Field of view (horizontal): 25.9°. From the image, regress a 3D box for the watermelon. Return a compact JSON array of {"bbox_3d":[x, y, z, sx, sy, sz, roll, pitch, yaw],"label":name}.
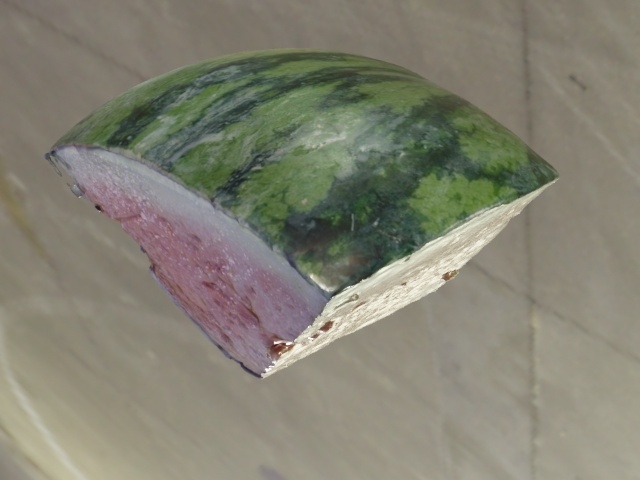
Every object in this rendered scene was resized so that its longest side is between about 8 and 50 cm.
[{"bbox_3d":[0.000,0.000,0.816,0.262,0.213,0.201,30,137,49],"label":"watermelon"}]
